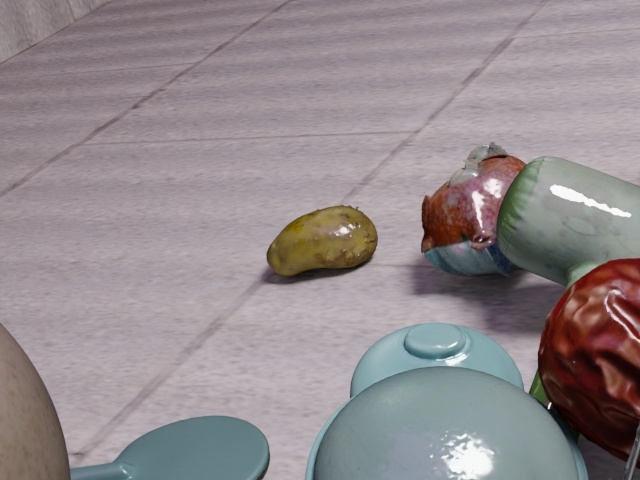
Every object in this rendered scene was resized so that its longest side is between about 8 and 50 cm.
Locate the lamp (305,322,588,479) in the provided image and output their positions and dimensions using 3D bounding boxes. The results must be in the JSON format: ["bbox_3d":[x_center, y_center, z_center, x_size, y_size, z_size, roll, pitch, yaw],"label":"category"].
[{"bbox_3d":[0.094,0.172,0.945,0.209,0.147,0.284,1,25,2],"label":"lamp"}]

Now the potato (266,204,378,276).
[{"bbox_3d":[0.000,0.000,1.476,0.138,0.070,0.091,-11,23,10],"label":"potato"}]

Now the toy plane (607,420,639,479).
[{"bbox_3d":[0.157,0.217,0.728,0.058,0.226,0.226,20,17,19],"label":"toy plane"}]

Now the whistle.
[{"bbox_3d":[0.191,-0.047,1.411,0.142,0.134,0.346,-47,7,19],"label":"whistle"}]

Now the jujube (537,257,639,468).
[{"bbox_3d":[0.279,0.112,0.933,0.230,0.155,0.155,30,46,26],"label":"jujube"}]

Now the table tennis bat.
[{"bbox_3d":[-0.163,0.218,1.146,0.237,0.038,0.149,-11,25,0],"label":"table tennis bat"}]

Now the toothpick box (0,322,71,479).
[{"bbox_3d":[-0.397,0.225,0.802,0.409,0.409,0.425,-6,30,20],"label":"toothpick box"}]

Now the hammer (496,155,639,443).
[{"bbox_3d":[0.237,0.067,1.124,0.206,0.119,0.335,20,46,9],"label":"hammer"}]
